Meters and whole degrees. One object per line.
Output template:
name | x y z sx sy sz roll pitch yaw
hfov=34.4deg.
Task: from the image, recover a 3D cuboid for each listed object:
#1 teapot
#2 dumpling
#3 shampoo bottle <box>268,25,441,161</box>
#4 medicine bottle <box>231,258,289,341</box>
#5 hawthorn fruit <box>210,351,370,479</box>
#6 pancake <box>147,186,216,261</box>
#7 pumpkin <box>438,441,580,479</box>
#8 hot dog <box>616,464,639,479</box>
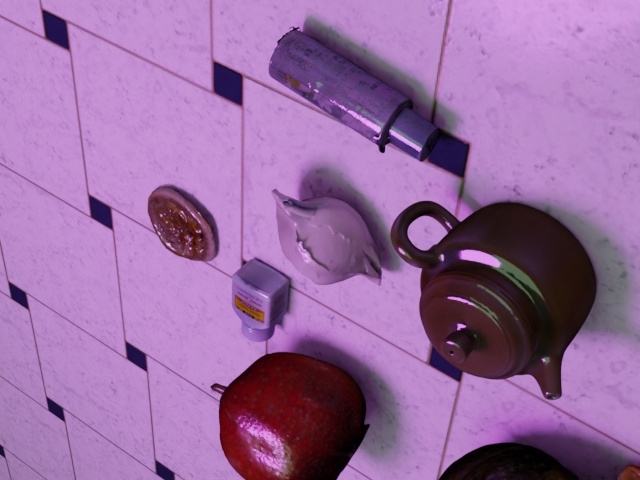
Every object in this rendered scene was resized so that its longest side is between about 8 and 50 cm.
teapot | 0.183 0.065 1.160 0.268 0.175 0.185 44 139 6
dumpling | 0.000 0.000 1.345 0.188 0.108 0.127 37 167 -12
shampoo bottle | 0.039 -0.163 1.187 0.214 0.072 0.072 35 140 17
medicine bottle | -0.091 0.094 1.539 0.074 0.055 0.118 29 138 21
hawthorn fruit | -0.054 0.264 1.532 0.250 0.215 0.215 24 136 26
pancake | -0.213 -0.021 1.584 0.139 0.022 0.139 26 138 26
pumpkin | 0.270 0.411 1.317 0.320 0.192 0.320 58 166 23
hot dog | 0.412 0.373 1.280 0.102 0.076 0.249 15 132 40
